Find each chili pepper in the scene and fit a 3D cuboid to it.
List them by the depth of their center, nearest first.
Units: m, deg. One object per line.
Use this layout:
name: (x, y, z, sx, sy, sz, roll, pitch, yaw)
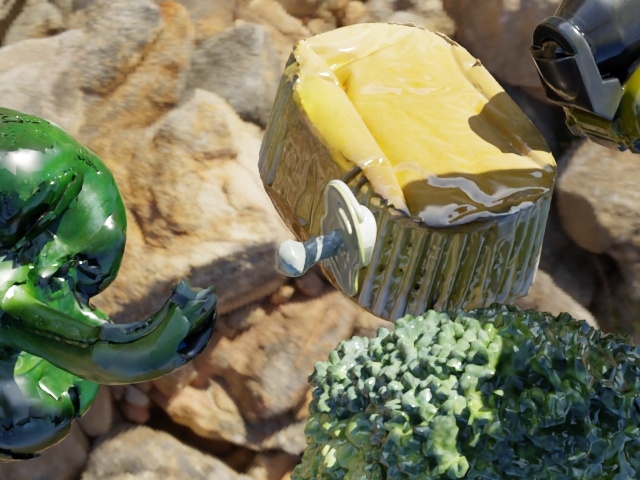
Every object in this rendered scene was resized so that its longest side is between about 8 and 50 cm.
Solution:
chili pepper: (-0.166, 0.021, 0.590, 0.165, 0.261, 0.173, 12, 93, -42)

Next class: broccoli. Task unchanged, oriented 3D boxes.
broccoli: (0.106, 0.183, 0.839, 0.302, 0.249, 0.375, -58, 150, -4)

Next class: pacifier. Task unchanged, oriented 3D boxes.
pacifier: (0.000, 0.000, 0.762, 0.064, 0.083, 0.068, -18, 63, -16)

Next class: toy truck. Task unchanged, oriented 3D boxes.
toy truck: (0.286, -0.183, 1.023, 0.224, 0.147, 0.165, -47, 122, -7)

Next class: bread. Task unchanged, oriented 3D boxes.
bread: (0.070, -0.053, 1.060, 0.204, 0.288, 0.156, -17, 139, -29)
